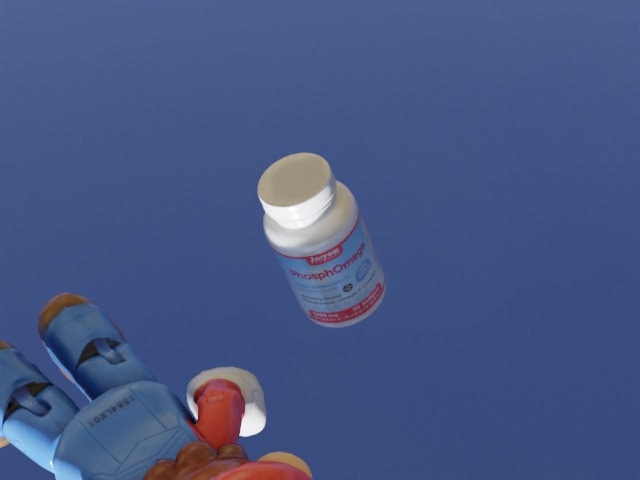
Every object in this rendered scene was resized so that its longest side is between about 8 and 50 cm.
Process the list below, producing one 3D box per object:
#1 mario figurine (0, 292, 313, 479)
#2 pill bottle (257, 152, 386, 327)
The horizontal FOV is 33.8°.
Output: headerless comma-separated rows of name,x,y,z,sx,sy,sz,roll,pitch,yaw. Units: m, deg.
mario figurine,-0.107,0.174,0.672,0.321,0.170,0.198,34,-91,40
pill bottle,0.000,0.000,0.953,0.087,0.160,0.087,-12,-134,13
